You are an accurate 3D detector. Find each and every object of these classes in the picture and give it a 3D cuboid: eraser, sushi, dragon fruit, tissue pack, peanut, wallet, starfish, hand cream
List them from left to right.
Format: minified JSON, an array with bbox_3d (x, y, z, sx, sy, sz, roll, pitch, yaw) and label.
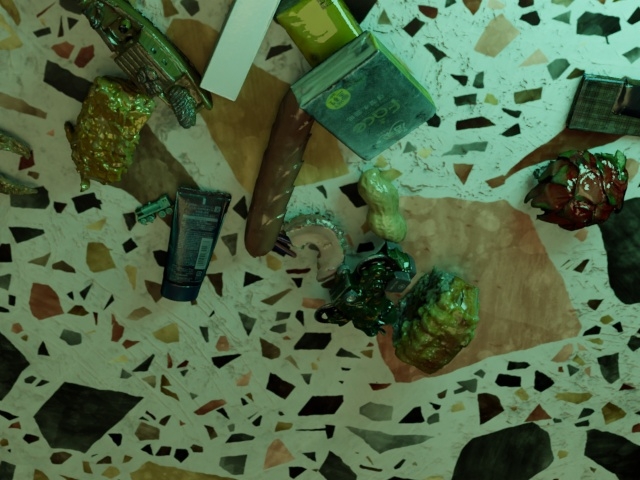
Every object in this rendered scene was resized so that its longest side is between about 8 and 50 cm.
[{"bbox_3d":[-0.756,-0.155,1.862,0.302,0.060,0.299,-32,124,10],"label":"starfish"},{"bbox_3d":[-0.281,0.010,1.987,0.120,0.061,0.271,8,120,-20],"label":"hand cream"},{"bbox_3d":[-0.137,-0.415,1.714,0.076,0.078,0.298,20,119,-15],"label":"eraser"},{"bbox_3d":[0.007,-0.400,1.728,0.120,0.082,0.169,-31,118,14],"label":"tissue pack"},{"bbox_3d":[0.087,-0.274,1.752,0.185,0.081,0.257,-33,147,18],"label":"tissue pack"},{"bbox_3d":[0.131,-0.072,1.943,0.082,0.082,0.187,-14,121,6],"label":"peanut"},{"bbox_3d":[0.252,0.187,2.053,0.139,0.184,0.274,31,120,-14],"label":"sushi"},{"bbox_3d":[0.538,-0.106,1.891,0.182,0.188,0.182,-1,92,-18],"label":"dragon fruit"},{"bbox_3d":[0.627,-0.270,1.861,0.230,0.042,0.124,7,124,-5],"label":"wallet"}]

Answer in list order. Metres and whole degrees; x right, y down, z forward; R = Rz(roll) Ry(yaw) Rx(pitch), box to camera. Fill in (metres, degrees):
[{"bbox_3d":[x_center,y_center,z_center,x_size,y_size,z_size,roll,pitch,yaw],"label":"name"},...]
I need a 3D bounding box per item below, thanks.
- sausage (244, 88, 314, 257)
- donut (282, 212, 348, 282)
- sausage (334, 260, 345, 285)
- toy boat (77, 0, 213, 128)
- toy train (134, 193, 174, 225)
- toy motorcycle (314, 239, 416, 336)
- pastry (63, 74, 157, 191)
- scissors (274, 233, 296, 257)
[{"bbox_3d":[-0.083,-0.149,1.880,0.087,0.088,0.433,14,120,-11],"label":"sausage"},{"bbox_3d":[0.000,0.000,1.984,0.117,0.065,0.166,-29,114,13],"label":"donut"},{"bbox_3d":[0.046,0.111,2.081,0.025,0.028,0.198,-16,125,-20],"label":"sausage"},{"bbox_3d":[-0.332,-0.345,1.727,0.089,0.121,0.321,-32,119,23],"label":"toy boat"},{"bbox_3d":[-0.356,-0.065,1.955,0.092,0.029,0.045,-21,113,12],"label":"toy train"},{"bbox_3d":[0.117,0.114,2.000,0.187,0.125,0.275,11,138,-29],"label":"toy motorcycle"},{"bbox_3d":[-0.431,-0.211,1.805,0.154,0.102,0.250,25,128,-15],"label":"pastry"},{"bbox_3d":[-0.094,0.002,2.016,0.113,0.012,0.039,27,117,-18],"label":"scissors"}]
